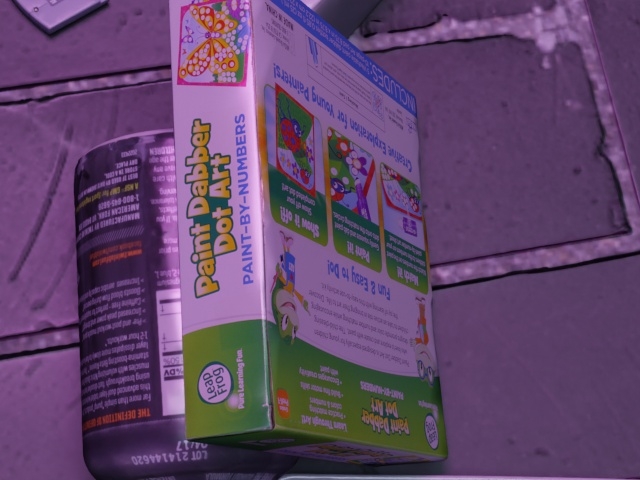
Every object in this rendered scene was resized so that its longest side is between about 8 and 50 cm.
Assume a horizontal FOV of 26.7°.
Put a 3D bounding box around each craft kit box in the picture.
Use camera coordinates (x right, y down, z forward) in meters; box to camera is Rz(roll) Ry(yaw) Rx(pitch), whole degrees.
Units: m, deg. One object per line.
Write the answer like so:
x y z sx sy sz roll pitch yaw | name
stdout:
0.000 0.000 0.775 0.061 0.250 0.246 -13 73 22 | craft kit box

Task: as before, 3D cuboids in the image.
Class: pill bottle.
-0.078 0.067 0.800 0.131 0.130 0.245 -2 75 -8 | pill bottle

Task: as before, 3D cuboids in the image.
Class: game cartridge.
-0.188 -0.182 0.912 0.056 0.017 0.083 -32 81 -18 | game cartridge

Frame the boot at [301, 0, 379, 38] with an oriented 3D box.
-0.001 -0.221 0.917 0.123 0.095 0.258 37 65 9 | boot

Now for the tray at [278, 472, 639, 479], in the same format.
0.102 0.220 0.835 0.270 0.030 0.145 2 74 -7 | tray
